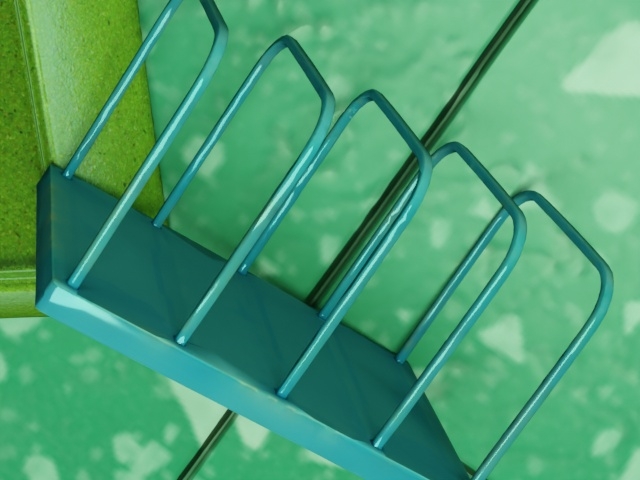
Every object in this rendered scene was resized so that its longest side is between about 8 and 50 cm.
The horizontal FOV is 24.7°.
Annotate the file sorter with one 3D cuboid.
[{"bbox_3d":[0.000,0.000,0.515,0.170,0.118,0.104,30,103,-20],"label":"file sorter"}]

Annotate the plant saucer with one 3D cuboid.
[{"bbox_3d":[-0.163,-0.047,0.578,0.188,0.045,0.188,-3,110,8],"label":"plant saucer"}]
